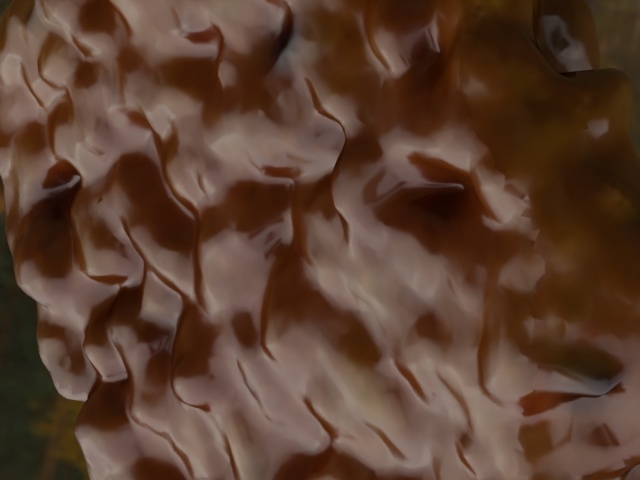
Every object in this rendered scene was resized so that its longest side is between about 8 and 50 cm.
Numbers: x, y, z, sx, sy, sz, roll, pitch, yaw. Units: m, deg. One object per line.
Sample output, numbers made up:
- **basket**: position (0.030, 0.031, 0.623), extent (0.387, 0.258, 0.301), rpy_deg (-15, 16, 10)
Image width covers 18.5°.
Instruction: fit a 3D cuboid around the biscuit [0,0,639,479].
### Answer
- **biscuit**: position (0.000, 0.000, 0.677), extent (0.110, 0.312, 0.318), rpy_deg (-9, 165, -41)
